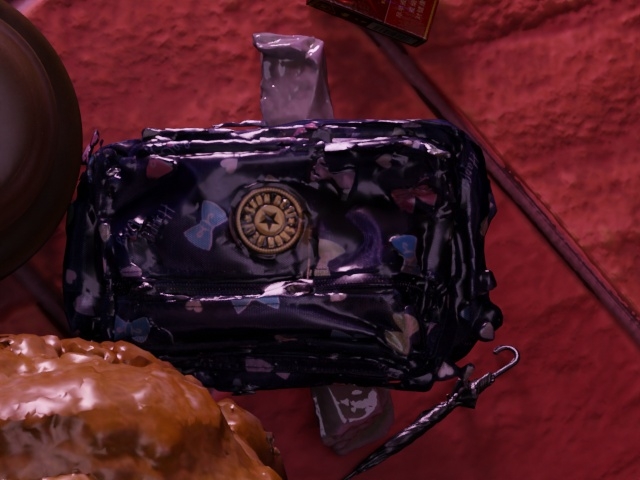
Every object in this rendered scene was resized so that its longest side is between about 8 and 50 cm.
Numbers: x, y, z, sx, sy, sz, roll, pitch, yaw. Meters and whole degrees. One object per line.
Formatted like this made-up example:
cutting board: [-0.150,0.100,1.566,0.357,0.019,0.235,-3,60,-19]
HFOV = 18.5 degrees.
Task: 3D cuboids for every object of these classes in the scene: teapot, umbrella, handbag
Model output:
teapot: [-0.225,-0.046,1.095,0.186,0.175,0.267,10,80,-15]
umbrella: [0.073,0.114,1.255,0.149,0.022,0.022,-38,54,-19]
handbag: [-0.024,0.009,1.152,0.260,0.113,0.162,0,91,4]

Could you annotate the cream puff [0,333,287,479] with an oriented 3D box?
cream puff: [-0.158,0.210,1.051,0.327,0.231,0.343,-16,117,-18]

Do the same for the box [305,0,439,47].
box: [0.036,-0.164,1.275,0.082,0.023,0.051,19,77,-15]

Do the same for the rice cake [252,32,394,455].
rice cake: [0.000,0.000,1.230,0.055,0.049,0.270,-12,86,3]
